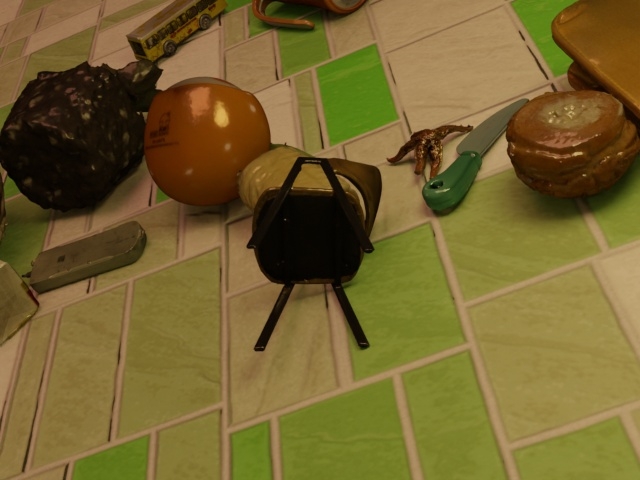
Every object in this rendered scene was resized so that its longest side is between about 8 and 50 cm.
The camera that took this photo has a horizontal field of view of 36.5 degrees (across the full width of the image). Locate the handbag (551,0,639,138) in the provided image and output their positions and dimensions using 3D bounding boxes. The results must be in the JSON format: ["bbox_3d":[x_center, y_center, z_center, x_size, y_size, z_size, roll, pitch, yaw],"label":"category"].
[{"bbox_3d":[0.531,-0.273,1.249,0.400,0.133,0.283,-29,40,-3],"label":"handbag"}]

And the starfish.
[{"bbox_3d":[0.162,-0.147,1.403,0.130,0.041,0.133,-32,36,-8],"label":"starfish"}]

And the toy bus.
[{"bbox_3d":[-0.305,-0.466,2.083,0.226,0.074,0.081,-41,38,-19],"label":"toy bus"}]

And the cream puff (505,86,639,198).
[{"bbox_3d":[0.310,-0.114,1.200,0.150,0.115,0.165,-41,45,-23],"label":"cream puff"}]

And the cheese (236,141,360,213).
[{"bbox_3d":[-0.034,-0.060,1.382,0.123,0.094,0.167,-29,38,-19],"label":"cheese"}]

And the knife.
[{"bbox_3d":[0.216,-0.127,1.359,0.063,0.035,0.260,0,37,43],"label":"knife"}]

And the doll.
[{"bbox_3d":[-0.152,-0.148,1.514,0.213,0.236,0.214,-11,76,49],"label":"doll"}]

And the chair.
[{"bbox_3d":[0.000,0.000,1.216,0.172,0.159,0.247,-1,35,-1],"label":"chair"}]

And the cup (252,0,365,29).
[{"bbox_3d":[-0.031,-0.522,1.920,0.264,0.182,0.226,34,100,44],"label":"cup"}]

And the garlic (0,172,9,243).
[{"bbox_3d":[-0.657,-0.055,1.631,0.317,0.259,0.318,-45,30,35],"label":"garlic"}]

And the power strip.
[{"bbox_3d":[-0.377,0.029,1.547,0.226,0.029,0.080,-17,38,13],"label":"power strip"}]

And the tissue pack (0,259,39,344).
[{"bbox_3d":[-0.528,0.081,1.513,0.148,0.106,0.099,16,52,44],"label":"tissue pack"}]

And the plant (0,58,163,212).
[{"bbox_3d":[-0.412,-0.215,1.719,0.215,0.213,0.312,-5,42,32],"label":"plant"}]
